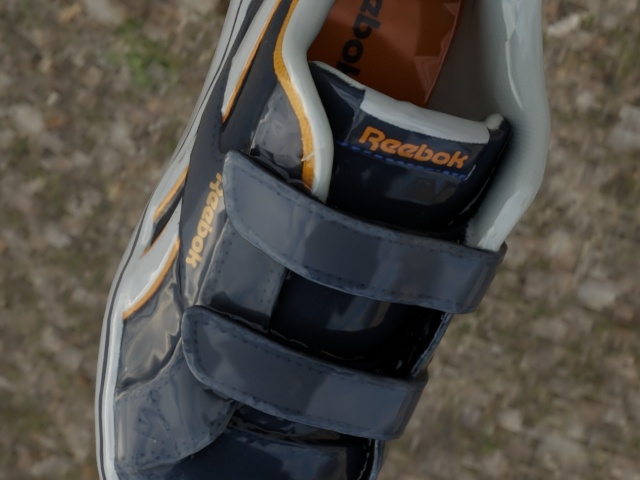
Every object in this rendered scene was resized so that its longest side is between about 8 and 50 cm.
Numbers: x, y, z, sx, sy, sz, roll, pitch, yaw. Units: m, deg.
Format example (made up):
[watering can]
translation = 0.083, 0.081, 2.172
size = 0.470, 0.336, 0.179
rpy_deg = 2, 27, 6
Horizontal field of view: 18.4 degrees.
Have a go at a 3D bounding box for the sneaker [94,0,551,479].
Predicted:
[sneaker]
translation = 0.000, 0.000, 0.762
size = 0.126, 0.321, 0.127
rpy_deg = 11, -176, -25
